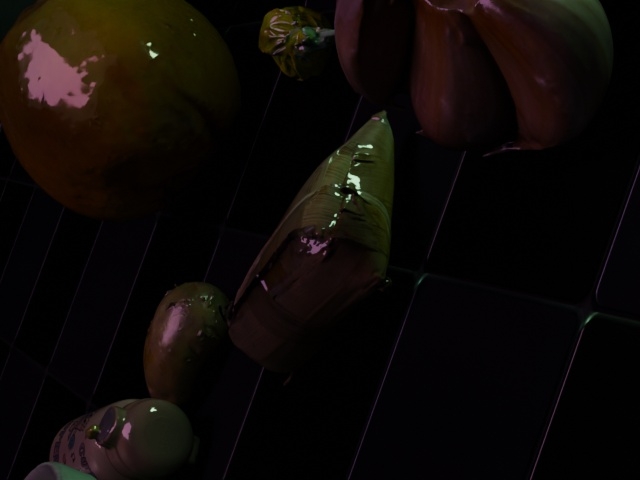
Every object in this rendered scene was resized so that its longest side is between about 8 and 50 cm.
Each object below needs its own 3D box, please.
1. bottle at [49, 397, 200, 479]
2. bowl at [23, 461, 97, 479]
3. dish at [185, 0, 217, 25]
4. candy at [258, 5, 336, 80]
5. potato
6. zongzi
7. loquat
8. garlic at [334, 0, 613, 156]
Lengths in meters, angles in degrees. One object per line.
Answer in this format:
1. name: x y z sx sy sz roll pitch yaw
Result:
1. bottle: -0.205 0.209 1.584 0.209 0.110 0.097 -29 45 58
2. bowl: -0.238 0.371 1.449 0.307 0.163 0.307 -50 29 40
3. dish: -0.190 -0.294 1.957 0.273 0.134 0.273 -43 -10 -9
4. candy: 0.002 -0.193 1.496 0.073 0.077 0.262 -69 18 -1
5. potato: -0.143 0.105 1.588 0.138 0.070 0.091 -64 22 13
6. zongzi: 0.000 0.000 1.332 0.194 0.099 0.197 -47 20 42
7. loquat: -0.238 -0.164 1.762 0.276 0.284 0.276 -43 -5 -5
8. garlic: 0.119 -0.160 1.120 0.160 0.214 0.191 -62 -27 -28
